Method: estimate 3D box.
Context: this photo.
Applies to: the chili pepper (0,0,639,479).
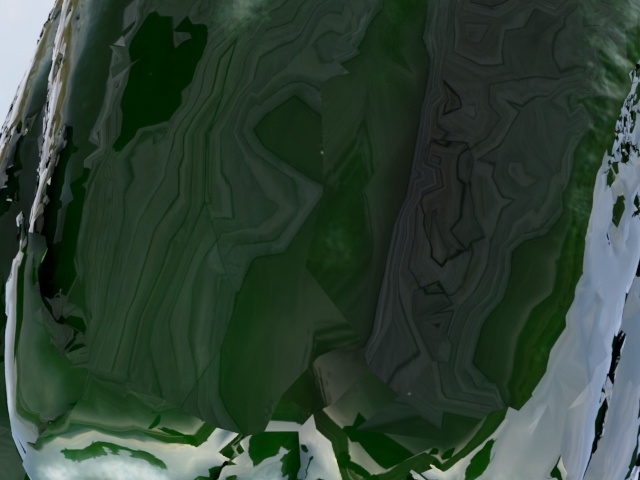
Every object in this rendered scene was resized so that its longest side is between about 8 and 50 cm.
[{"bbox_3d":[0.000,0.000,0.574,0.249,0.233,0.256,10,-121,6],"label":"chili pepper"}]
